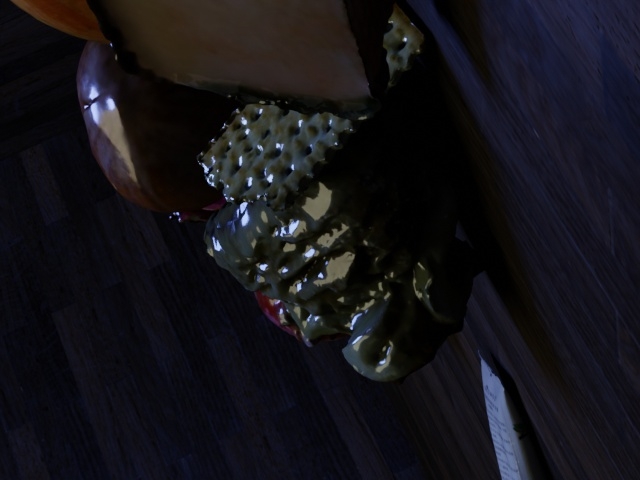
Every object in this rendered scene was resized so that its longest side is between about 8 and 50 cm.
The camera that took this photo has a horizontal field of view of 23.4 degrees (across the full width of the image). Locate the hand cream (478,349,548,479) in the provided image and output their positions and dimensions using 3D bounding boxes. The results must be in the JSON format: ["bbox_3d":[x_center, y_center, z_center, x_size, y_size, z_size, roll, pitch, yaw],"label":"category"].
[{"bbox_3d":[0.190,0.217,1.451,0.080,0.050,0.234,-124,14,-73],"label":"hand cream"}]

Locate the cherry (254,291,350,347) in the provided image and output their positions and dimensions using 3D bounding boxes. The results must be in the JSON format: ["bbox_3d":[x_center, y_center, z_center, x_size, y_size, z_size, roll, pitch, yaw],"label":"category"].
[{"bbox_3d":[0.000,0.000,1.710,0.249,0.175,0.192,-117,13,-56],"label":"cherry"}]

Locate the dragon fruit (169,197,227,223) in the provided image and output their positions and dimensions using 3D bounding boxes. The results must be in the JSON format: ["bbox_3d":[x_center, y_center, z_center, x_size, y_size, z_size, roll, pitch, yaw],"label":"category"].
[{"bbox_3d":[-0.056,-0.120,1.600,0.189,0.261,0.163,18,173,38],"label":"dragon fruit"}]

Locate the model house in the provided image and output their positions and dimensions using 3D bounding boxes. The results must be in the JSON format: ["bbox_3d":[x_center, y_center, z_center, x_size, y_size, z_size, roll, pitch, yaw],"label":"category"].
[{"bbox_3d":[-0.036,-0.196,0.976,0.166,0.183,0.172,66,-144,-56],"label":"model house"}]

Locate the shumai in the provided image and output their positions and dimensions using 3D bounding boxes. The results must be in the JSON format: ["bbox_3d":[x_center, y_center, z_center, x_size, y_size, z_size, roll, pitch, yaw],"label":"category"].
[{"bbox_3d":[0.044,-0.012,1.219,0.218,0.189,0.256,48,153,-3],"label":"shumai"}]

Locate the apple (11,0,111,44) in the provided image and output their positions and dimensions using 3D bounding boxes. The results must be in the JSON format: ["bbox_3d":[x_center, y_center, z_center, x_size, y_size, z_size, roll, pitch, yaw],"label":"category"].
[{"bbox_3d":[-0.150,-0.280,1.167,0.233,0.286,0.286,42,-174,-22],"label":"apple"}]

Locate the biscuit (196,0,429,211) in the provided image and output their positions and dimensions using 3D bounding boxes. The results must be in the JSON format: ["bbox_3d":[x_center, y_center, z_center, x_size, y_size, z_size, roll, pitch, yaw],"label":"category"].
[{"bbox_3d":[-0.009,-0.098,1.108,0.016,0.203,0.144,31,-163,-35],"label":"biscuit"}]

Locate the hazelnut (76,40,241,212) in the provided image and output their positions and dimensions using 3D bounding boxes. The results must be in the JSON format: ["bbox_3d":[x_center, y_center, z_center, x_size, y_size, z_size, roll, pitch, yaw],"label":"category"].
[{"bbox_3d":[-0.118,-0.114,1.302,0.182,0.182,0.182,155,90,-87],"label":"hazelnut"}]
